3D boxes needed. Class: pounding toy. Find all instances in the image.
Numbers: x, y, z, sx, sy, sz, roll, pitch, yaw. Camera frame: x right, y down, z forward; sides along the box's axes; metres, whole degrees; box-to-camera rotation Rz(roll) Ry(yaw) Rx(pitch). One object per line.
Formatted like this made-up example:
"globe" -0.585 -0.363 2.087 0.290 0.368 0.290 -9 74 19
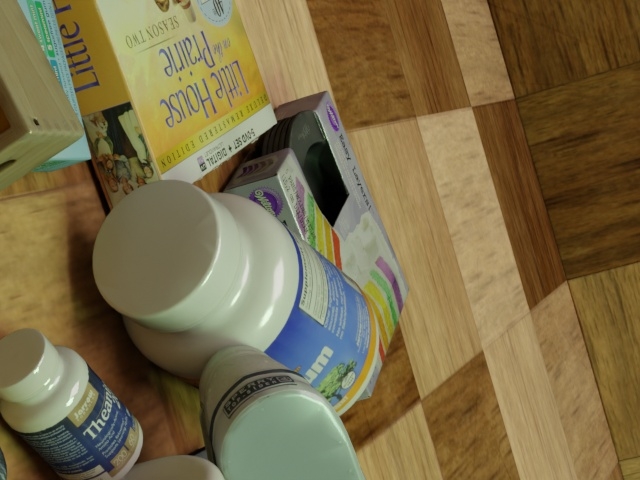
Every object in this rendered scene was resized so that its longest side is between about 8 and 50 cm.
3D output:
"pounding toy" -0.242 -0.070 1.032 0.130 0.141 0.100 62 18 8

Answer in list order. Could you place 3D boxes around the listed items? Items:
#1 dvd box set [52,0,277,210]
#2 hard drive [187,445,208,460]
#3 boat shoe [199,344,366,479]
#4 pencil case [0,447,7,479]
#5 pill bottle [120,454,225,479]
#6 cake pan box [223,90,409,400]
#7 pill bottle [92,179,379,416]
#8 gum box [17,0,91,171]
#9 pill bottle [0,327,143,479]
"dvd box set" -0.173 -0.258 1.432 0.307 0.062 0.421 -43 116 -68
"hard drive" -0.101 0.222 1.324 0.135 0.022 0.094 -17 91 -71
"boat shoe" -0.018 0.237 1.301 0.156 0.135 0.367 46 -19 61
"pencil case" -0.274 0.036 0.772 0.160 0.183 0.410 -59 132 -58
"pill bottle" -0.086 0.277 1.161 0.131 0.131 0.229 -67 137 -60
"cake pan box" 0.000 0.000 1.702 0.246 0.070 0.267 -64 135 -65
"pill bottle" -0.069 0.052 1.347 0.272 0.152 0.152 39 40 -58
"gum box" -0.240 -0.128 1.181 0.184 0.041 0.157 -7 82 -69
"pill bottle" -0.177 0.114 1.131 0.120 0.067 0.067 56 27 -42
